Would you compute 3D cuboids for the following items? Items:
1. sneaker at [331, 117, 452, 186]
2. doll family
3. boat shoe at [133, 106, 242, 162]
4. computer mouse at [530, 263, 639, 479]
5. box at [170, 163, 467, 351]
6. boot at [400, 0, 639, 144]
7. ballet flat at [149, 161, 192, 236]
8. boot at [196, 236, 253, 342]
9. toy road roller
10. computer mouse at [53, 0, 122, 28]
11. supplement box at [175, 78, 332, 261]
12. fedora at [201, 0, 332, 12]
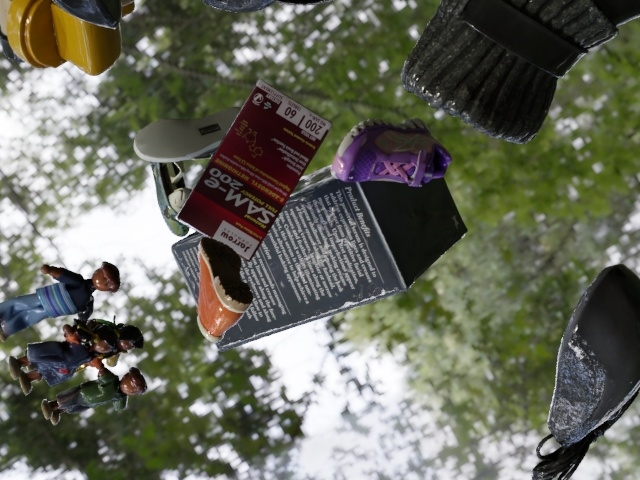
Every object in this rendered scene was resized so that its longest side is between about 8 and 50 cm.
[{"bbox_3d":[0.115,-0.122,1.892,0.104,0.095,0.236,42,-147,26],"label":"sneaker"},{"bbox_3d":[-0.206,0.087,1.084,0.193,0.111,0.076,73,179,-62],"label":"doll family"},{"bbox_3d":[-0.217,-0.167,2.144,0.219,0.070,0.078,-15,-111,-27],"label":"boat shoe"},{"bbox_3d":[0.289,0.133,1.247,0.072,0.272,0.188,30,-122,27],"label":"computer mouse"},{"bbox_3d":[0.000,0.000,2.164,0.293,0.395,0.212,-36,-77,-59],"label":"box"},{"bbox_3d":[0.262,-0.207,1.211,0.348,0.260,0.131,15,-165,-23],"label":"boot"},{"bbox_3d":[-0.267,-0.101,2.284,0.070,0.070,0.188,-11,-100,-59],"label":"ballet flat"},{"bbox_3d":[-0.139,0.061,1.630,0.059,0.085,0.158,17,-151,-26],"label":"boot"},{"bbox_3d":[-0.414,-0.426,2.231,0.240,0.203,0.329,33,-126,27],"label":"toy road roller"},{"bbox_3d":[-0.276,-0.334,1.251,0.262,0.060,0.184,59,-163,-61],"label":"computer mouse"},{"bbox_3d":[-0.099,-0.102,1.863,0.130,0.239,0.073,31,176,-6],"label":"supplement box"},{"bbox_3d":[-0.072,-0.340,1.204,0.334,0.334,0.152,45,-133,-20],"label":"fedora"}]
